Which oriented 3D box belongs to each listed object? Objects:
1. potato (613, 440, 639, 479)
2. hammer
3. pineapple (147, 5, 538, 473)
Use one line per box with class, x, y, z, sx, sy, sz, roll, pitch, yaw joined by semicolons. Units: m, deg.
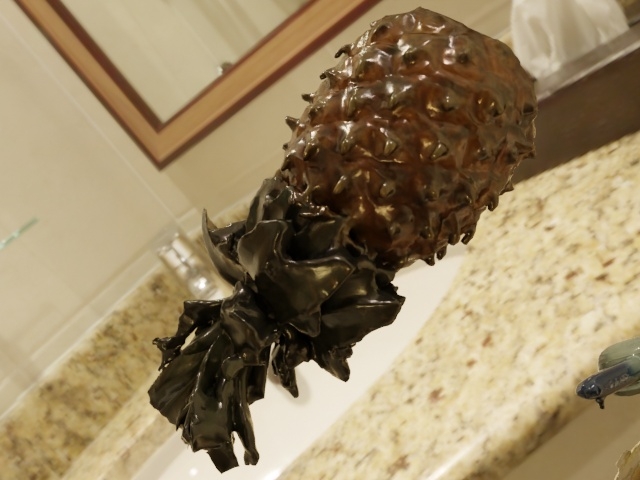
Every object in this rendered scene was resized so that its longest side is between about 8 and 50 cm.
potato;0.319;0.252;0.586;0.141;0.192;0.296;5;-72;-65
hammer;0.362;0.161;0.879;0.194;0.069;0.116;-9;-15;-42
pineapple;0.000;0.000;0.472;0.170;0.141;0.310;33;83;39
